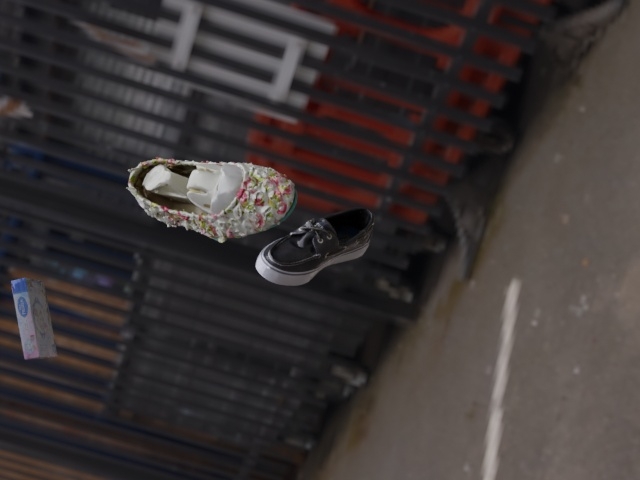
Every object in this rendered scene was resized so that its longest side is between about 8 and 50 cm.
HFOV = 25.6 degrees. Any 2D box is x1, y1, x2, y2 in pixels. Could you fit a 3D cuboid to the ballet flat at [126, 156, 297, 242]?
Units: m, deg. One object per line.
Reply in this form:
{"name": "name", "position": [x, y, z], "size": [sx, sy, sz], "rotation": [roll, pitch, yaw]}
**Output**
{"name": "ballet flat", "position": [-0.127, -0.049, 1.501], "size": [0.241, 0.077, 0.091], "rotation": [1, 67, 48]}

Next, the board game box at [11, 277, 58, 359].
{"name": "board game box", "position": [-0.324, 0.089, 1.598], "size": [0.090, 0.020, 0.090], "rotation": [65, -167, -85]}

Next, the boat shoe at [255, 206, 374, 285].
{"name": "boat shoe", "position": [0.000, 0.000, 2.016], "size": [0.228, 0.080, 0.076], "rotation": [-15, -42, -46]}
